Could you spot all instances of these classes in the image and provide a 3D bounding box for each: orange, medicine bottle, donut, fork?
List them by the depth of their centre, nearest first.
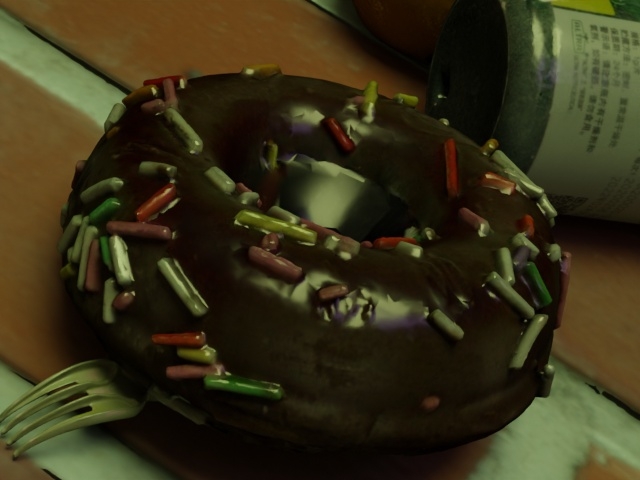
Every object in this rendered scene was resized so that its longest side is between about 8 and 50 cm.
[{"bbox_3d":[-0.050,0.066,0.765,0.219,0.028,0.034,-10,42,-34],"label":"fork"},{"bbox_3d":[0.000,0.000,0.783,0.269,0.103,0.270,14,31,-9],"label":"donut"},{"bbox_3d":[0.221,-0.077,0.969,0.293,0.141,0.141,7,42,-19],"label":"medicine bottle"},{"bbox_3d":[0.091,-0.183,1.044,0.154,0.134,0.155,-3,33,2],"label":"orange"}]
